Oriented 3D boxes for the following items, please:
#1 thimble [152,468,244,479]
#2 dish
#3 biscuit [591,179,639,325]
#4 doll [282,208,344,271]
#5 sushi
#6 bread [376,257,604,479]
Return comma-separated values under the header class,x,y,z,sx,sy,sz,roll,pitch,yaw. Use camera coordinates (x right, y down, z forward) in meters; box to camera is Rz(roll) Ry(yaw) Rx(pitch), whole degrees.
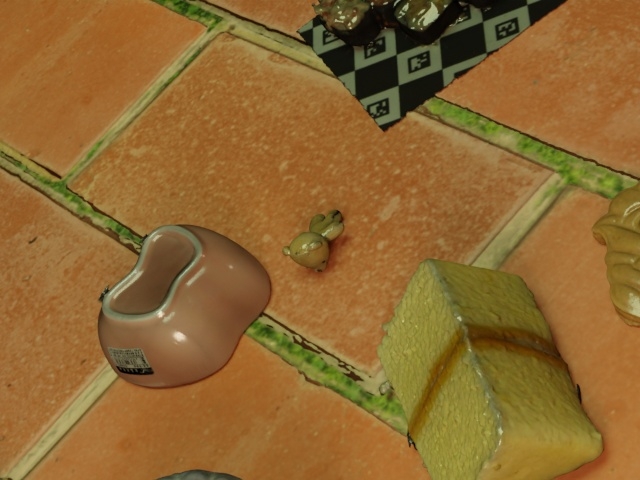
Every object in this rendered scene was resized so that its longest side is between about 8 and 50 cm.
class,x,y,z,sx,sy,sz,roll,pitch,yaw
thimble,-0.091,0.329,1.524,0.236,0.172,0.205,-14,49,27
dish,-0.173,0.061,1.879,0.213,0.090,0.213,-18,45,19
biscuit,0.353,-0.022,1.649,0.162,0.035,0.250,6,55,33
doll,-0.005,-0.007,1.858,0.061,0.051,0.093,-17,43,30
sushi,0.125,-0.301,2.035,0.294,0.059,0.292,-37,42,-2
bread,0.154,0.133,1.588,0.178,0.142,0.266,-20,44,-4
